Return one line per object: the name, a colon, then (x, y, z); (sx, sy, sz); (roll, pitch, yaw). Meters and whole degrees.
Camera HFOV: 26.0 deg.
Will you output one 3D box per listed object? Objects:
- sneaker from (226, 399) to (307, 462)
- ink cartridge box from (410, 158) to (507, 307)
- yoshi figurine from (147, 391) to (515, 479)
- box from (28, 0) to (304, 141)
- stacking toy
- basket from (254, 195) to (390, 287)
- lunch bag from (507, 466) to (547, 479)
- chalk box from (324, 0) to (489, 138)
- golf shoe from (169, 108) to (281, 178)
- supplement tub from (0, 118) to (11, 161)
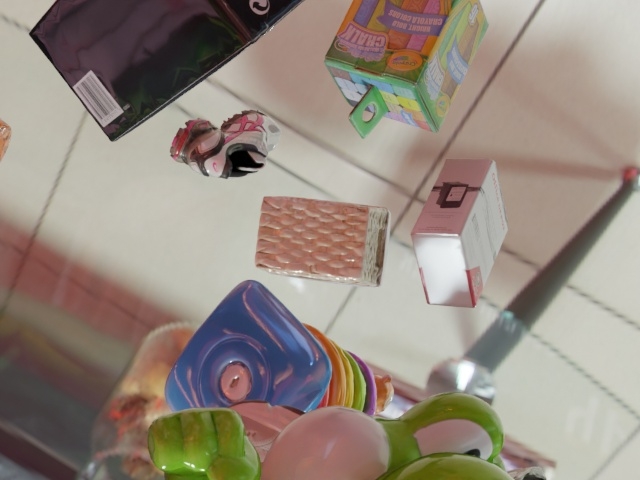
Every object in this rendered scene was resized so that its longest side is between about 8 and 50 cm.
sneaker: (0.010, 0.212, 0.952); (0.262, 0.121, 0.099); (31, 160, 25)
ink cartridge box: (0.164, -0.011, 1.618); (0.063, 0.150, 0.109); (2, 128, 24)
yoshi figurine: (-0.028, 0.187, 0.737); (0.203, 0.362, 0.203); (58, 155, 25)
box: (-0.057, -0.177, 0.865); (0.103, 0.184, 0.261); (54, 155, -9)
stacking toy: (-0.005, 0.167, 1.512); (0.166, 0.302, 0.175); (46, 106, 31)
basket: (0.000, 0.000, 1.872); (0.167, 0.103, 0.113); (7, 90, 17)
lunch bag: (0.148, 0.385, 1.642); (0.235, 0.287, 0.169); (-18, 120, 22)
chalk box: (0.099, -0.226, 1.712); (0.132, 0.213, 0.132); (19, 166, 23)
golf shoe: (-0.092, -0.101, 1.599); (0.086, 0.186, 0.067); (35, 116, 19)
supplement tub: (-0.368, -0.113, 1.184); (0.190, 0.117, 0.117); (35, 128, 3)
